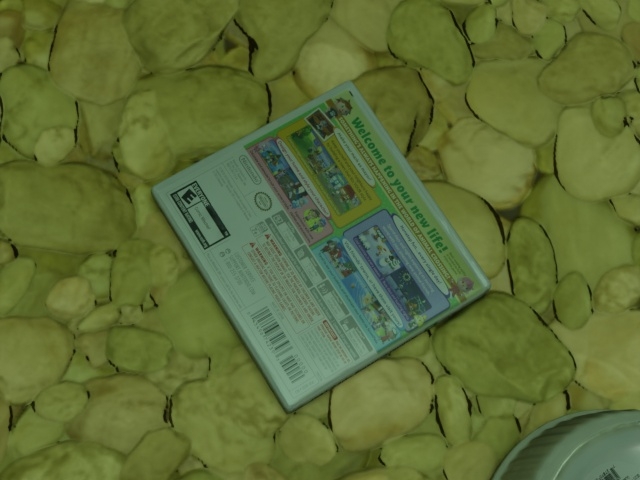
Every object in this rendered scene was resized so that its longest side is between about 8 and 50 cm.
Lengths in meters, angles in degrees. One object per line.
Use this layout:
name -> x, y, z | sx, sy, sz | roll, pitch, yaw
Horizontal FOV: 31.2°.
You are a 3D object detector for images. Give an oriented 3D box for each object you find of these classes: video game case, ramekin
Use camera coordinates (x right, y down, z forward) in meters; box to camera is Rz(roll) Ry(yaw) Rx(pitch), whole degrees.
video game case -> 0.000, 0.000, 0.919 | 0.193, 0.023, 0.212 | -30, 76, -13
ramekin -> 0.222, 0.219, 0.821 | 0.207, 0.109, 0.207 | 1, 72, -4
